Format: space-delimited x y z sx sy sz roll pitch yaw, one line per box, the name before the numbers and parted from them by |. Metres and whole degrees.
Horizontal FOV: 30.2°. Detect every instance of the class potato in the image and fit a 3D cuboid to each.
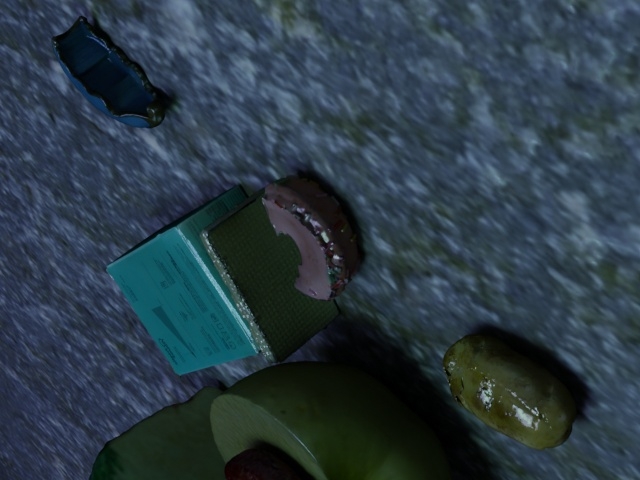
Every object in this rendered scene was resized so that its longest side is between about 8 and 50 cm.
potato | 0.202 0.164 1.282 0.170 0.080 0.107 29 155 35

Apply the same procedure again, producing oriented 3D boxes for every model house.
model house | -0.179 0.498 1.954 0.382 0.334 0.343 50 151 28

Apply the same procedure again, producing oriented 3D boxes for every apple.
apple | 0.007 0.323 1.530 0.360 0.311 0.320 146 130 -67

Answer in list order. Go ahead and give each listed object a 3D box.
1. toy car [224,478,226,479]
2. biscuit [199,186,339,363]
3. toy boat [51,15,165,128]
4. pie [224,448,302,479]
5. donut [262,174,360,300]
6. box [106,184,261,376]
toy car | -0.072 0.322 1.773 0.126 0.161 0.098 26 131 42
biscuit | -0.062 0.043 1.488 0.040 0.121 0.199 4 125 55
toy boat | -0.275 -0.215 1.564 0.185 0.075 0.077 47 159 6
pie | -0.040 0.345 1.476 0.204 0.054 0.219 50 158 2
donut | 0.000 0.000 1.410 0.117 0.065 0.166 19 137 48
box | -0.160 0.063 1.656 0.205 0.118 0.311 58 150 -4
